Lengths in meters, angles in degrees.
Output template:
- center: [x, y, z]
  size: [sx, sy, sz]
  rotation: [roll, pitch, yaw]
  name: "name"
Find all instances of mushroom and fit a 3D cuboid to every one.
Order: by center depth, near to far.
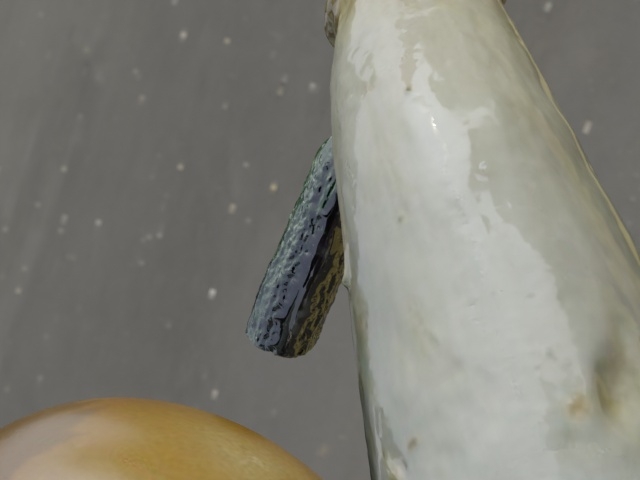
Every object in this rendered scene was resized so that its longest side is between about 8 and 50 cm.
- center: [0.056, 0.021, 0.451]
  size: [0.118, 0.103, 0.270]
  rotation: [47, -150, -80]
  name: "mushroom"

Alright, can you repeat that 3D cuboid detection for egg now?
- center: [-0.110, 0.245, 0.970]
  size: [0.351, 0.282, 0.282]
  rotation: [19, 92, 27]
  name: "egg"

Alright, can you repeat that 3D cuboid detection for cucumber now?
- center: [-0.001, -0.001, 1.475]
  size: [0.241, 0.074, 0.074]
  rotation: [-68, 25, 23]
  name: "cucumber"
